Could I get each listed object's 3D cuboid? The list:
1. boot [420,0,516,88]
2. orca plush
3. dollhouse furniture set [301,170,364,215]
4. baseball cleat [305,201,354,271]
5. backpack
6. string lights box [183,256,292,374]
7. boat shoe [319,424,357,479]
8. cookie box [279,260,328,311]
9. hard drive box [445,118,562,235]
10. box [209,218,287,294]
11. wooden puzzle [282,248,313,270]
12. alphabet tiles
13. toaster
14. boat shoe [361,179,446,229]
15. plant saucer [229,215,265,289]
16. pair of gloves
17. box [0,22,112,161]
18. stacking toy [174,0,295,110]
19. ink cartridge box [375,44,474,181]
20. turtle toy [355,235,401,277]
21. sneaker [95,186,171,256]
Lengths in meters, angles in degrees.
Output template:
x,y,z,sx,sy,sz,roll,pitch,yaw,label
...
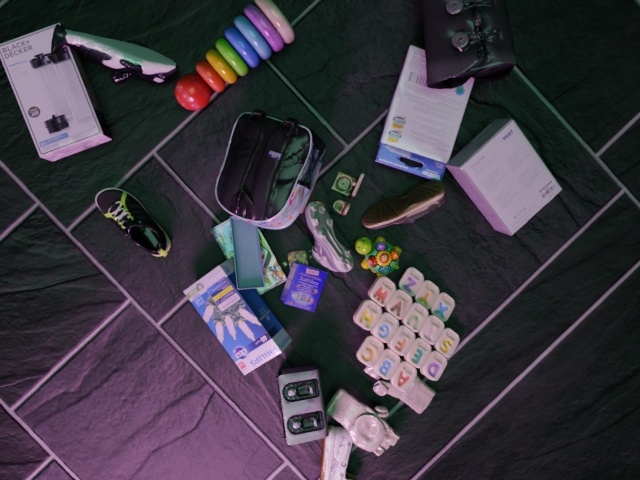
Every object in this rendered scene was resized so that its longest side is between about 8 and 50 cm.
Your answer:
x,y,z,sx,sy,sz,roll,pitch,yaw,label
0.256,-0.586,1.483,0.367,0.146,0.445,-9,94,20,boot
-0.505,-0.425,1.489,0.287,0.151,0.102,2,129,-33,orca plush
0.006,-0.122,1.517,0.151,0.123,0.144,23,89,-3,dollhouse furniture set
0.000,0.000,1.515,0.072,0.109,0.206,-44,112,-38,baseball cleat
-0.124,-0.156,1.465,0.225,0.191,0.253,19,83,21,backpack
-0.204,0.187,1.512,0.133,0.077,0.259,-35,92,24,string lights box
0.046,0.611,1.540,0.096,0.098,0.277,5,89,-2,boat shoe
-0.042,0.116,1.542,0.092,0.040,0.107,20,90,-29,cookie box
0.460,-0.160,1.529,0.181,0.089,0.232,-42,107,-3,hard drive box
-0.181,0.036,1.553,0.114,0.036,0.207,-30,92,-2,box
-0.058,0.051,1.574,0.083,0.006,0.049,-8,91,-3,wooden puzzle
0.221,0.221,1.534,0.284,0.021,0.278,39,73,-14,alphabet tiles
-0.048,0.400,1.503,0.110,0.185,0.168,-7,83,-5,toaster
0.217,-0.075,1.552,0.224,0.080,0.073,-26,134,10,boat shoe
-0.179,0.028,1.489,0.067,0.018,0.192,-4,68,-12,plant saucer
0.155,0.409,1.533,0.240,0.042,0.204,-45,99,-9,pair of gloves
-0.652,-0.361,1.499,0.169,0.087,0.290,-20,91,-3,box
-0.227,-0.450,1.503,0.330,0.141,0.141,-40,92,2,stacking toy
0.266,-0.320,1.559,0.186,0.065,0.311,17,88,-4,ink cartridge box
0.145,0.037,1.554,0.130,0.066,0.095,32,89,-3,turtle toy
-0.460,-0.049,1.507,0.235,0.097,0.084,40,88,-3,sneaker
